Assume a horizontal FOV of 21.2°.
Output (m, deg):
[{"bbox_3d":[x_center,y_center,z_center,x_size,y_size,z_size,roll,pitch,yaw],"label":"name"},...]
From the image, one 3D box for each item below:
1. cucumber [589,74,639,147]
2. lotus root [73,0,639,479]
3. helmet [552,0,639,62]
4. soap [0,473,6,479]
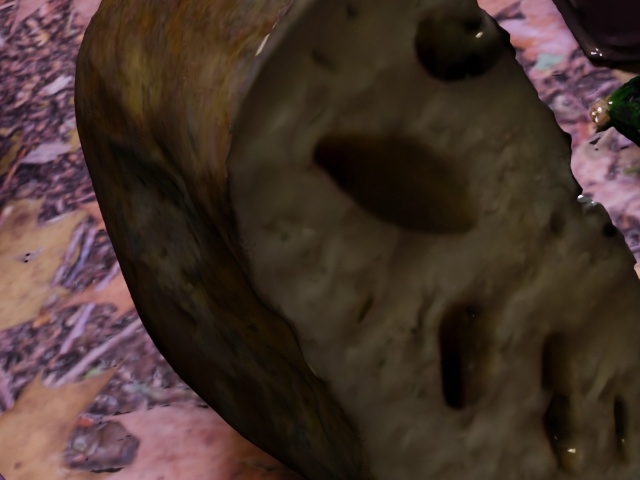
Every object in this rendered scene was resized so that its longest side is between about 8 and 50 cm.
[{"bbox_3d":[0.263,-0.064,0.740,0.293,0.067,0.068,-6,43,25],"label":"cucumber"},{"bbox_3d":[-0.012,-0.012,0.687,0.149,0.267,0.260,-44,32,-13],"label":"lotus root"},{"bbox_3d":[0.196,-0.238,0.883,0.225,0.177,0.305,-19,41,13],"label":"helmet"},{"bbox_3d":[-0.169,0.156,0.731,0.122,0.065,0.203,-38,40,-13],"label":"soap"}]
